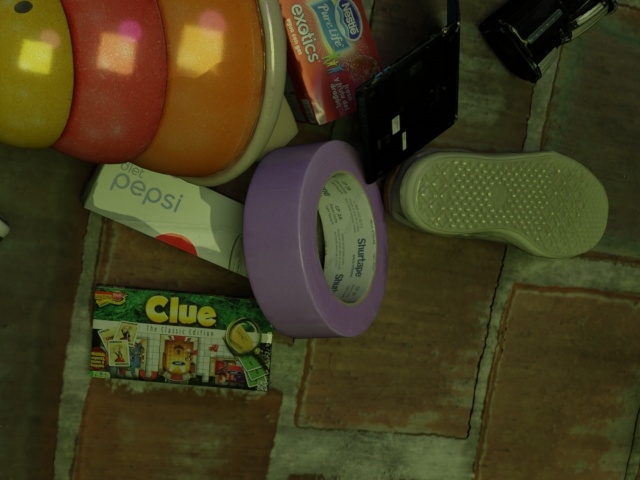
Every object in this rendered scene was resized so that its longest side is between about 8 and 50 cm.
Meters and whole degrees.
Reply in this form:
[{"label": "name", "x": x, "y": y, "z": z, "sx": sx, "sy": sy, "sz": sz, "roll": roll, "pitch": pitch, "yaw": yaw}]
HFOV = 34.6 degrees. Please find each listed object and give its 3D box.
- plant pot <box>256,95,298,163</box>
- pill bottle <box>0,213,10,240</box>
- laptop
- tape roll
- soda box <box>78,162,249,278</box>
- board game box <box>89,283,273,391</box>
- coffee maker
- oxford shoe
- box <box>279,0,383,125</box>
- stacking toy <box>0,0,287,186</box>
[{"label": "plant pot", "x": -0.097, "y": -0.171, "z": 1.466, "sx": 0.109, "sy": 0.109, "sz": 0.096, "roll": -46, "pitch": 123, "yaw": -7}, {"label": "pill bottle", "x": -0.520, "y": 0.017, "z": 1.339, "sx": 0.208, "sy": 0.119, "sz": 0.119, "roll": -45, "pitch": 110, "yaw": -7}, {"label": "laptop", "x": 0.123, "y": -0.249, "z": 1.435, "sx": 0.264, "sy": 0.234, "sz": 0.136, "roll": -36, "pitch": 64, "yaw": -12}, {"label": "tape roll", "x": 0.000, "y": 0.000, "z": 1.443, "sx": 0.275, "sy": 0.090, "sz": 0.274, "roll": 13, "pitch": 75, "yaw": -60}, {"label": "soda box", "x": -0.191, "y": -0.038, "z": 1.457, "sx": 0.286, "sy": 0.091, "sz": 0.098, "roll": 25, "pitch": 91, "yaw": -21}, {"label": "board game box", "x": -0.198, "y": 0.140, "z": 1.476, "sx": 0.260, "sy": 0.030, "sz": 0.136, "roll": 4, "pitch": 95, "yaw": 0}, {"label": "coffee maker", "x": 0.336, "y": -0.361, "z": 1.583, "sx": 0.178, "sy": 0.120, "sz": 0.171, "roll": -42, "pitch": 86, "yaw": -9}, {"label": "oxford shoe", "x": 0.280, "y": -0.065, "z": 1.604, "sx": 0.449, "sy": 0.130, "sz": 0.169, "roll": 5, "pitch": 94, "yaw": -34}, {"label": "box", "x": -0.010, "y": -0.303, "z": 1.454, "sx": 0.123, "sy": 0.128, "sz": 0.256, "roll": -24, "pitch": 105, "yaw": -14}, {"label": "stacking toy", "x": -0.310, "y": -0.208, "z": 1.183, "sx": 0.480, "sy": 0.351, "sz": 0.350, "roll": -13, "pitch": 104, "yaw": -39}]
